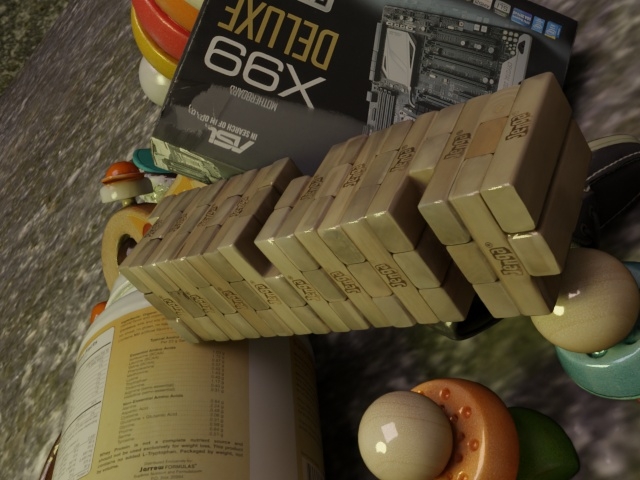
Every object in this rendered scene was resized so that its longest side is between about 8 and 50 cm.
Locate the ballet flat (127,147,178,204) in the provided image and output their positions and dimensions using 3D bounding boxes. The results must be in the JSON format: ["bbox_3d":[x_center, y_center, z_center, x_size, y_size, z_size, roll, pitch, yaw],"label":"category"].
[{"bbox_3d":[-0.162,-0.044,0.911,0.409,0.147,0.146,21,84,54],"label":"ballet flat"}]

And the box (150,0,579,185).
[{"bbox_3d":[0.043,-0.127,0.574,0.076,0.308,0.242,138,152,-73],"label":"box"}]

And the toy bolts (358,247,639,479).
[{"bbox_3d":[0.151,0.119,0.400,0.228,0.159,0.218,-55,37,8],"label":"toy bolts"}]

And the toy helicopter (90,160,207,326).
[{"bbox_3d":[-0.177,-0.021,0.762,0.355,0.140,0.234,-44,67,47],"label":"toy helicopter"}]

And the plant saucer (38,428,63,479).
[{"bbox_3d":[-0.258,0.304,0.775,0.311,0.050,0.310,-25,53,38],"label":"plant saucer"}]

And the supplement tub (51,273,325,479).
[{"bbox_3d":[-0.112,0.178,0.601,0.228,0.228,0.316,-39,36,27],"label":"supplement tub"}]

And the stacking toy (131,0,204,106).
[{"bbox_3d":[-0.185,-0.366,1.061,0.480,0.351,0.350,-34,41,56],"label":"stacking toy"}]

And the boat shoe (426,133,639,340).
[{"bbox_3d":[0.163,0.003,0.484,0.224,0.080,0.073,-30,41,-11],"label":"boat shoe"}]

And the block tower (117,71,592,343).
[{"bbox_3d":[0.000,0.000,0.444,0.336,0.091,0.097,-11,38,43],"label":"block tower"}]
